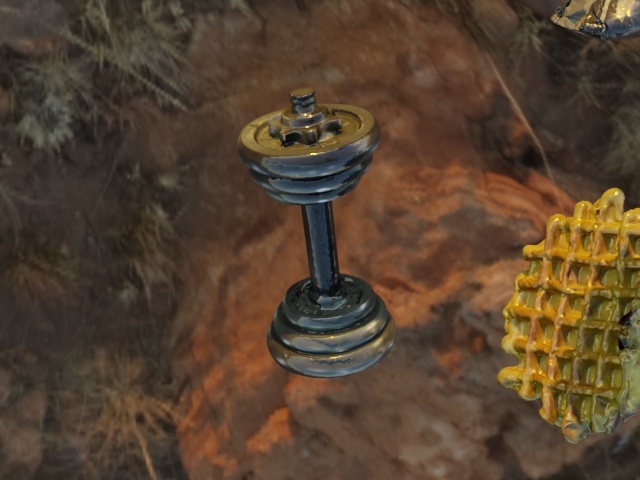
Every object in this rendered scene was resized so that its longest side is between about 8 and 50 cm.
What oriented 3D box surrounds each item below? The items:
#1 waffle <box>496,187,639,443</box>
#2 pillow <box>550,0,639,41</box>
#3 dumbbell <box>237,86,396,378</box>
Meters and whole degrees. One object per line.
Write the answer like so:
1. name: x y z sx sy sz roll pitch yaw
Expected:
1. waffle: 0.334 0.096 1.455 0.065 0.283 0.309 12 131 -36
2. pillow: 0.443 -0.324 1.421 0.335 0.161 0.092 -24 119 -7
3. dumbbell: 0.000 0.000 1.503 0.179 0.179 0.406 -11 117 -7
